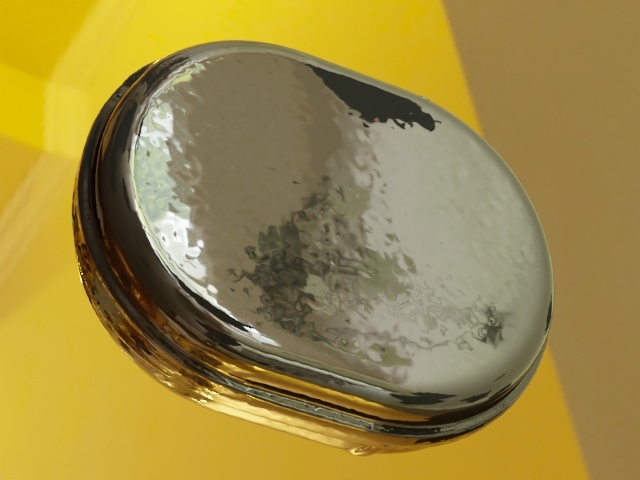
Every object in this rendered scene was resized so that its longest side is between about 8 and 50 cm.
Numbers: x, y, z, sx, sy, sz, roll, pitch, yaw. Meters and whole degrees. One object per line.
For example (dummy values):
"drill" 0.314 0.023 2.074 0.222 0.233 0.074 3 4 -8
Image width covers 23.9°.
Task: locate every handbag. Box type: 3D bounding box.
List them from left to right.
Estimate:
"handbag" -0.001 0.001 0.916 0.093 0.308 0.253 130 -27 -50
